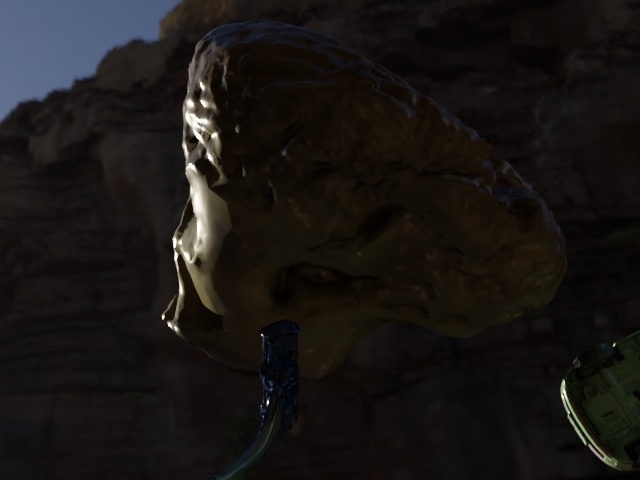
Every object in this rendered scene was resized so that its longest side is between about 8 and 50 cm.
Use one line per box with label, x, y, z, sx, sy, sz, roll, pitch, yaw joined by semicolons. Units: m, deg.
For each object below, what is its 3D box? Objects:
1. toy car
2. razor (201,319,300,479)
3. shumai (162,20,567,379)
toy car;0.289;0.098;0.752;0.224;0.090;0.076;-25;-31;-6
razor;-0.108;0.164;0.594;0.056;0.324;0.093;25;-51;31
shumai;-0.002;0.003;0.808;0.346;0.283;0.217;38;4;-5
